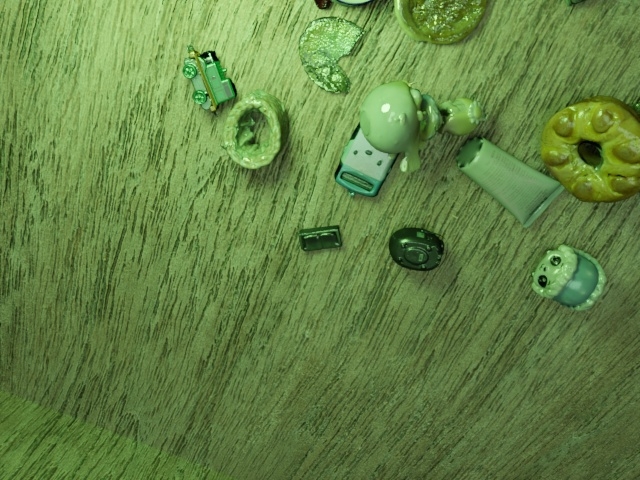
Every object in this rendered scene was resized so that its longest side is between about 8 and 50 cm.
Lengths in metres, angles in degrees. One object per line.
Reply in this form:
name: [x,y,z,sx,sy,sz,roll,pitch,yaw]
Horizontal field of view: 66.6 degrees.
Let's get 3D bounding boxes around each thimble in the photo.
thimble: [-0.202,-0.349,1.555,0.196,0.148,0.229,27,116,-7]

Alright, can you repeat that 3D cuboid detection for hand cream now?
hand cream: [0.605,-0.198,1.575,0.358,0.118,0.185,31,110,-16]

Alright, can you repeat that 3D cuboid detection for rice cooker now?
rice cooker: [0.337,0.032,1.689,0.203,0.118,0.142,9,115,6]

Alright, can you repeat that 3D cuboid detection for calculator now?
calculator: [0.159,-0.274,1.605,0.173,0.051,0.293,23,114,-6]

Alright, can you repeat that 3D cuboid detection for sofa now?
sofa: [0.000,0.000,1.740,0.147,0.060,0.085,-7,114,8]

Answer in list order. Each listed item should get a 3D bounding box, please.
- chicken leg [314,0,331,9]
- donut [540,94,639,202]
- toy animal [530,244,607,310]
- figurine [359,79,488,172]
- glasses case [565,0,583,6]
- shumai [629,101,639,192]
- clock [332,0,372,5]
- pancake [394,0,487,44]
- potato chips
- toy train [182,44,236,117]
chicken leg: [-0.027,-0.769,1.401,0.093,0.053,0.205,-37,115,-4]
donut: [0.810,-0.267,1.432,0.299,0.150,0.317,14,132,37]
toy animal: [0.847,0.135,1.666,0.204,0.156,0.208,24,111,-9]
figurine: [0.313,-0.344,1.467,0.394,0.226,0.275,-9,114,-16]
glasses case: [0.818,-0.747,1.319,0.299,0.060,0.114,-17,112,13]
shumai: [1.072,-0.296,1.458,0.263,0.304,0.309,-20,119,-23]
clock: [0.093,-0.773,1.349,0.230,0.083,0.230,-1,107,-5]
pancake: [0.344,-0.702,1.395,0.282,0.049,0.282,1,116,2]
potato chips: [0.033,-0.569,1.500,0.202,0.029,0.220,1,112,6]
toy train: [-0.347,-0.505,1.533,0.136,0.091,0.228,-16,111,1]
